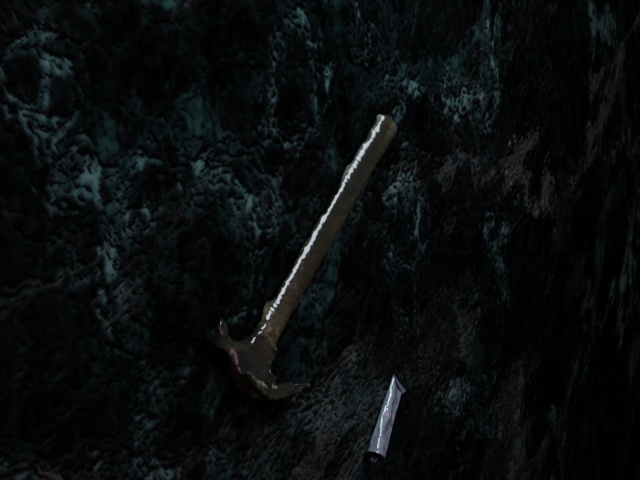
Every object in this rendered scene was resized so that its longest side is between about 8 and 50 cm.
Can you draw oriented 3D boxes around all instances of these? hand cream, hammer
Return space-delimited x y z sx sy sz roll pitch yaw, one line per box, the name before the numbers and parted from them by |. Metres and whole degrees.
hand cream | 0.064 0.179 0.860 0.030 0.019 0.093 59 40 -40
hammer | 0.001 0.000 0.723 0.297 0.027 0.125 -63 141 -32
